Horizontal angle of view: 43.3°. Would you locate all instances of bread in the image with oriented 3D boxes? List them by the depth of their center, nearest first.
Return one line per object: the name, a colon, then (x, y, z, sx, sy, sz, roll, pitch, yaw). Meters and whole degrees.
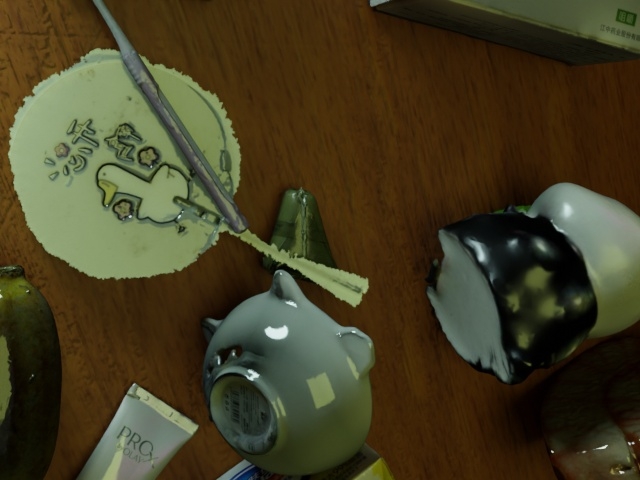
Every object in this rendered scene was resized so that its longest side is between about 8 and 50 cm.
bread: (0.456, 0.228, 1.030, 0.295, 0.328, 0.114, -46, 124, -56)

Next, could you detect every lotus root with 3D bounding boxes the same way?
lotus root: (-0.315, 0.146, 0.775, 0.124, 0.123, 0.241, -3, 103, -33)

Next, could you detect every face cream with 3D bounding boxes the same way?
face cream: (-0.237, 0.281, 0.872, 0.092, 0.058, 0.243, 39, 76, -20)

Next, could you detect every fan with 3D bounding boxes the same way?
fan: (-0.128, -0.031, 0.856, 0.415, 0.012, 0.233, 31, 87, -15)

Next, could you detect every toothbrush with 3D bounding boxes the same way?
toothbrush: (-0.178, -0.153, 0.812, 0.029, 0.024, 0.354, -34, 102, -4)

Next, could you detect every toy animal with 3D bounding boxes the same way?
toy animal: (0.272, 0.037, 0.982, 0.267, 0.212, 0.212, -22, 107, -23)

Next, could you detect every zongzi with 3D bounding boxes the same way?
zongzi: (0.000, 0.000, 0.923, 0.113, 0.052, 0.104, 16, 96, -19)

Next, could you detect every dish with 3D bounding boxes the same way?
dish: (-0.063, 0.154, 0.833, 0.086, 0.228, 0.236, -25, 150, -52)

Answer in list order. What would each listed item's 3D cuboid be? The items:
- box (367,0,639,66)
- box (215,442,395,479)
box: (0.233, -0.322, 0.927, 0.333, 0.145, 0.173, 7, 94, -25)
box: (-0.051, 0.321, 0.900, 0.265, 0.168, 0.097, -32, 112, -14)
